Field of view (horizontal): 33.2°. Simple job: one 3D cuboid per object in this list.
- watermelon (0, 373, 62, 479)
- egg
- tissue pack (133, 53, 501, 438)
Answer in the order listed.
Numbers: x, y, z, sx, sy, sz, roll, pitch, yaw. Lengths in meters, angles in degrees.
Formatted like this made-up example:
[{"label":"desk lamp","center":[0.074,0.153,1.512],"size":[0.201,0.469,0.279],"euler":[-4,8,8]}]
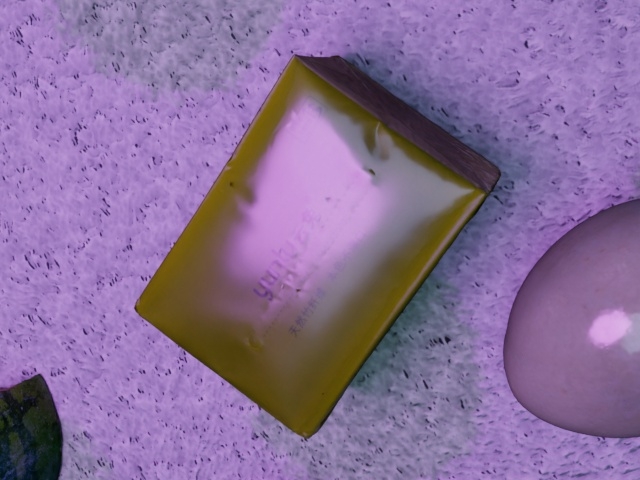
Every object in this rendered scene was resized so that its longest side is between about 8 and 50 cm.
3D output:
[{"label":"watermelon","center":[-0.364,0.262,1.126],"size":[0.128,0.146,0.231],"euler":[9,101,13]},{"label":"egg","center":[0.267,0.065,0.901],"size":[0.253,0.186,0.186],"euler":[-39,89,16]},{"label":"tissue pack","center":[0.000,0.000,0.970],"size":[0.200,0.167,0.275],"euler":[36,106,6]}]
